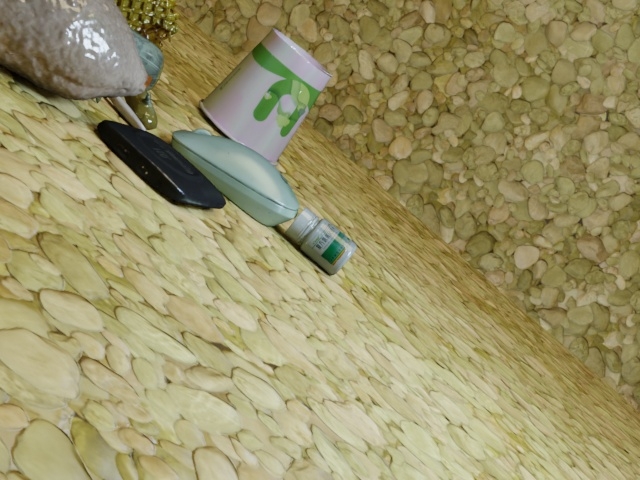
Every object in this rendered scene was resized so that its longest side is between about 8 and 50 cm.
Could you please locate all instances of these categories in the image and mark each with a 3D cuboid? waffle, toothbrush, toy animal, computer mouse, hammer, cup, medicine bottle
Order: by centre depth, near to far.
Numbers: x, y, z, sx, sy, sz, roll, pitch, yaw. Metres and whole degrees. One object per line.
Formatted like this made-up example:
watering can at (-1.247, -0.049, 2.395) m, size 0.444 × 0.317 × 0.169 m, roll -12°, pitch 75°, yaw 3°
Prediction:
toy animal at (-0.425, -0.350, 1.593) m, size 0.358 × 0.188 × 0.227 m, roll 30°, pitch 40°, yaw -36°
toothbrush at (-0.418, -0.297, 1.874) m, size 0.307 × 0.029 × 0.025 m, roll 48°, pitch -27°, yaw 25°
computer mouse at (-0.158, -0.139, 1.938) m, size 0.288 × 0.097 × 0.159 m, roll 41°, pitch 13°, yaw -1°
hammer at (-0.377, -0.318, 1.942) m, size 0.201 × 0.113 × 0.305 m, roll 26°, pitch 26°, yaw -42°
medicine bottle at (0.000, 0.000, 1.949) m, size 0.130 × 0.080 × 0.080 m, roll 40°, pitch 11°, yaw -3°
waffle at (-0.418, -0.504, 2.247) m, size 0.197 × 0.193 × 0.070 m, roll 32°, pitch 17°, yaw -32°
cup at (-0.125, -0.361, 2.447) m, size 0.253 × 0.274 × 0.253 m, roll 39°, pitch 11°, yaw -9°

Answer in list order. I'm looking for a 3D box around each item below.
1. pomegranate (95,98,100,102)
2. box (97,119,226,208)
pomegranate at (-0.428, -0.343, 1.769) m, size 0.148 × 0.148 × 0.169 m, roll 22°, pitch 40°, yaw -58°
box at (-0.264, -0.130, 1.680) m, size 0.212 × 0.042 × 0.201 m, roll 42°, pitch 13°, yaw 15°
